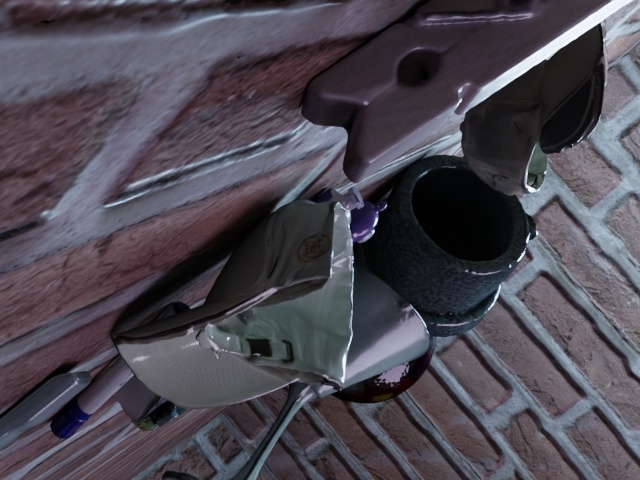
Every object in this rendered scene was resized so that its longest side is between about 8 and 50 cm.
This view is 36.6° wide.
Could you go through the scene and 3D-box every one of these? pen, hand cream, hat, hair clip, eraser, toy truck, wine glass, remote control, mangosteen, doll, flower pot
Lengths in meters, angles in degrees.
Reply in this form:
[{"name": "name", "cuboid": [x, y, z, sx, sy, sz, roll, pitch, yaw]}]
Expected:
[{"name": "pen", "cuboid": [-0.252, 0.165, 1.216, 0.269, 0.033, 0.033, -43, 172, 23]}, {"name": "hand cream", "cuboid": [-0.011, -0.026, 1.242, 0.142, 0.053, 0.084, -26, 177, 18]}, {"name": "hat", "cuboid": [-0.092, 0.073, 1.122, 0.301, 0.168, 0.258, -15, 144, -6]}, {"name": "hair clip", "cuboid": [0.137, -0.173, 0.835, 0.330, 0.101, 0.085, -36, 177, -14]}, {"name": "eraser", "cuboid": [-0.187, 0.162, 1.382, 0.210, 0.068, 0.124, -34, 169, -46]}, {"name": "toy truck", "cuboid": [-0.230, 0.228, 1.518, 0.191, 0.085, 0.116, -32, 180, -42]}, {"name": "wine glass", "cuboid": [-0.044, 0.247, 1.462, 0.406, 0.267, 0.267, -54, 180, -27]}, {"name": "remote control", "cuboid": [-0.321, 0.194, 1.044, 0.162, 0.029, 0.061, -39, 172, 0]}, {"name": "mangosteen", "cuboid": [0.093, 0.156, 1.943, 0.306, 0.306, 0.360, -33, 150, -42]}, {"name": "doll", "cuboid": [0.000, 0.000, 1.310, 0.205, 0.067, 0.110, -29, -156, 8]}, {"name": "hat", "cuboid": [0.301, -0.193, 1.329, 0.275, 0.161, 0.232, -55, -178, 28]}, {"name": "flower pot", "cuboid": [0.203, 0.012, 1.696, 0.299, 0.299, 0.283, -34, 163, -36]}]
